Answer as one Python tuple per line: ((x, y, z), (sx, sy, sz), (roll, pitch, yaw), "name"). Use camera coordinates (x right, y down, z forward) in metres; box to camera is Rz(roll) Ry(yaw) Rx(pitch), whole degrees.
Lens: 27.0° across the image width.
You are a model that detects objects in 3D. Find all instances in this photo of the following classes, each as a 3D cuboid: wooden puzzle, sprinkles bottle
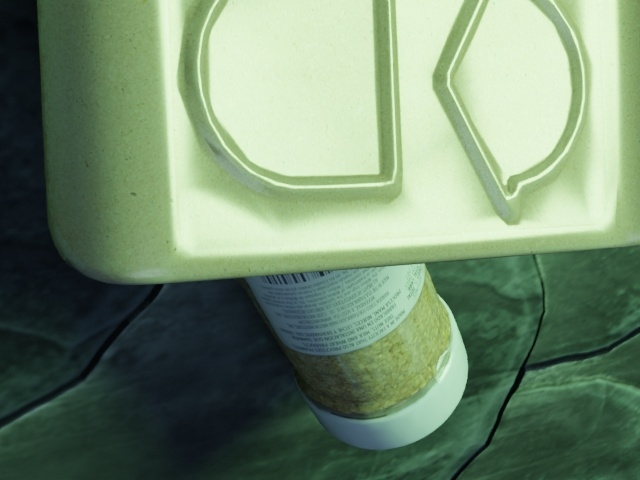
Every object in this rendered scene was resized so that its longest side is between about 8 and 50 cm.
((0.026, -0.149, 0.655), (0.348, 0.080, 0.322), (-3, 92, -29), "wooden puzzle")
((0.000, 0.000, 0.838), (0.121, 0.121, 0.355), (-33, 140, -5), "sprinkles bottle")
